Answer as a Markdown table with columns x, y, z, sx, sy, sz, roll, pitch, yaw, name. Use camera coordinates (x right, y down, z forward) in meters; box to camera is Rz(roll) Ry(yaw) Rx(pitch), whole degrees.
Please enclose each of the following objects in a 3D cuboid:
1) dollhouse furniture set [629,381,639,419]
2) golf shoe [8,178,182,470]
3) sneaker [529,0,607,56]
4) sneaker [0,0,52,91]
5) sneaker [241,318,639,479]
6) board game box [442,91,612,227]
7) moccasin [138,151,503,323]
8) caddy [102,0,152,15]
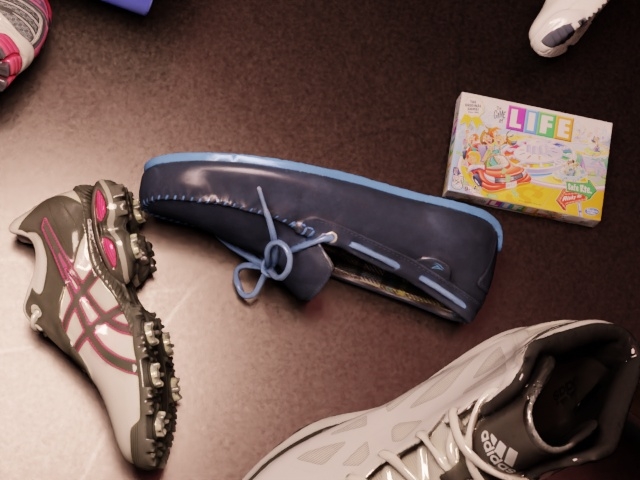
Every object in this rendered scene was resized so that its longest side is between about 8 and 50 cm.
| x | y | z | sx | sy | sz | roll | pitch | yaw | name |
| --- | --- | --- | --- | --- | --- | --- | --- | --- | --- |
| 0.450 | 0.052 | 1.535 | 0.174 | 0.303 | 0.355 | 39 | 73 | 4 | dollhouse furniture set |
| -0.199 | 0.083 | 1.549 | 0.120 | 0.105 | 0.273 | -15 | 71 | 4 | golf shoe |
| 0.239 | -0.300 | 1.706 | 0.153 | 0.094 | 0.235 | 38 | 73 | 4 | sneaker |
| -0.394 | -0.240 | 1.597 | 0.299 | 0.121 | 0.112 | 32 | 44 | 2 | sneaker |
| 0.084 | 0.188 | 1.461 | 0.447 | 0.257 | 0.169 | -33 | 83 | -17 | sneaker |
| 0.202 | -0.079 | 1.676 | 0.154 | 0.026 | 0.103 | 11 | 74 | -5 | board game box |
| 0.000 | 0.000 | 1.570 | 0.342 | 0.138 | 0.117 | 11 | 78 | -5 | moccasin |
| -0.180 | -0.379 | 1.587 | 0.179 | 0.241 | 0.341 | 24 | 73 | -8 | caddy |
